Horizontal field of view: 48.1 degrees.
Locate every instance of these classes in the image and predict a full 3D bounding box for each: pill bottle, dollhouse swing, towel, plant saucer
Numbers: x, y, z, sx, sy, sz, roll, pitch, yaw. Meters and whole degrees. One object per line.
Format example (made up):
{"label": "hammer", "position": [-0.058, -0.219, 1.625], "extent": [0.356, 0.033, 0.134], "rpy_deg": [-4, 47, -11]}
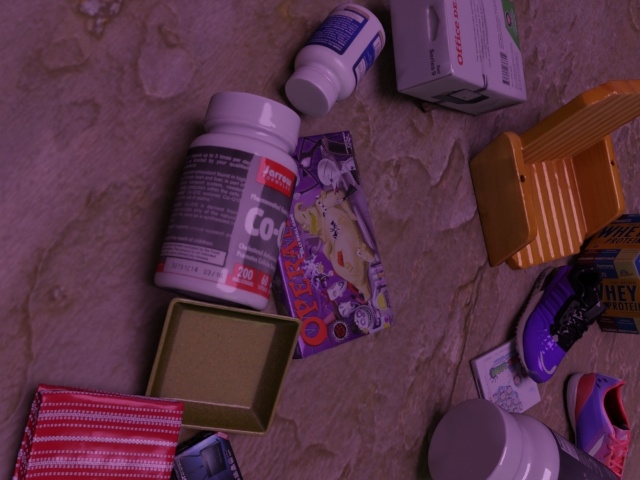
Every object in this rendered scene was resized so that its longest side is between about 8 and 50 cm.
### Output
{"label": "pill bottle", "position": [0.022, -0.300, 1.206], "extent": [0.112, 0.112, 0.186], "rpy_deg": [46, 59, -22]}
{"label": "pill bottle", "position": [0.374, 0.436, 1.284], "extent": [0.363, 0.210, 0.210], "rpy_deg": [35, 64, -27]}
{"label": "pill bottle", "position": [-0.122, -0.054, 1.013], "extent": [0.161, 0.161, 0.283], "rpy_deg": [19, 78, -33]}
{"label": "dollhouse swing", "position": [0.541, -0.127, 1.440], "extent": [0.347, 0.305, 0.314], "rpy_deg": [-11, 89, -38]}
{"label": "towel", "position": [-0.288, 0.329, 0.902], "extent": [0.199, 0.031, 0.274], "rpy_deg": [15, 81, -30]}
{"label": "plant saucer", "position": [-0.141, 0.173, 1.002], "extent": [0.188, 0.045, 0.188], "rpy_deg": [12, 103, -21]}

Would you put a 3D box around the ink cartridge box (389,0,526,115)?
{"label": "ink cartridge box", "position": [0.262, -0.370, 1.352], "extent": [0.289, 0.122, 0.211], "rpy_deg": [2, 81, -49]}

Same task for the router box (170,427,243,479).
{"label": "router box", "position": [-0.161, 0.338, 1.014], "extent": [0.092, 0.038, 0.122], "rpy_deg": [-23, 96, -36]}

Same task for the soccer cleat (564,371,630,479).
{"label": "soccer cleat", "position": [0.597, 0.438, 1.504], "extent": [0.109, 0.116, 0.317], "rpy_deg": [-1, 83, -36]}

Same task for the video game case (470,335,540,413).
{"label": "video game case", "position": [0.371, 0.280, 1.425], "extent": [0.157, 0.019, 0.143], "rpy_deg": [-18, 93, -37]}

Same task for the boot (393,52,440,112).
{"label": "boot", "position": [0.188, -0.306, 1.378], "extent": [0.107, 0.037, 0.114], "rpy_deg": [-2, 86, -36]}

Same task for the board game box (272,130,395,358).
{"label": "board game box", "position": [0.000, 0.000, 1.185], "extent": [0.208, 0.056, 0.346], "rpy_deg": [-15, 92, -33]}

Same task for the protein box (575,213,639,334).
{"label": "protein box", "position": [0.709, 0.073, 1.619], "extent": [0.200, 0.136, 0.201], "rpy_deg": [-42, 115, -33]}

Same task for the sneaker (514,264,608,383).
{"label": "sneaker", "position": [0.496, 0.153, 1.445], "extent": [0.102, 0.146, 0.293], "rpy_deg": [47, 52, -23]}
